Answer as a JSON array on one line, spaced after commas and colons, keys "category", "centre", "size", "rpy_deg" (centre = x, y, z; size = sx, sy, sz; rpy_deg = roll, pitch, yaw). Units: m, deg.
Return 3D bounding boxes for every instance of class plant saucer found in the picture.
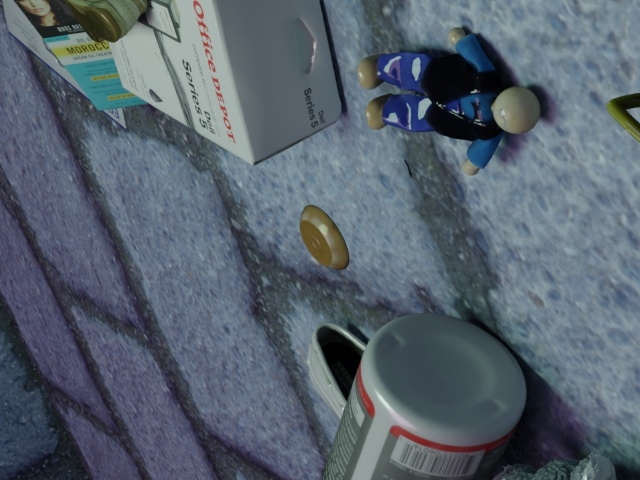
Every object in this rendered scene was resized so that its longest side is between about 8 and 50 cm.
[{"category": "plant saucer", "centre": [0.000, 0.000, 1.536], "size": [0.083, 0.015, 0.083], "rpy_deg": [44, 152, 30]}]

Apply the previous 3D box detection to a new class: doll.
[{"category": "doll", "centre": [0.111, -0.114, 1.136], "size": [0.189, 0.046, 0.129], "rpy_deg": [13, 121, 51]}]

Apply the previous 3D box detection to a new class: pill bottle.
[{"category": "pill bottle", "centre": [0.089, 0.224, 1.365], "size": [0.161, 0.161, 0.283], "rpy_deg": [45, 138, 29]}]

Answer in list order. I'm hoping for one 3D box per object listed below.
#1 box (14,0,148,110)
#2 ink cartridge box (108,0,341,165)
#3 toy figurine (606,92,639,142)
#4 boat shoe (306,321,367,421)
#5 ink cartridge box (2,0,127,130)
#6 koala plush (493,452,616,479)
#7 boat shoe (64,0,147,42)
[{"category": "box", "centre": [-0.256, -0.245, 1.539], "size": [0.244, 0.101, 0.060], "rpy_deg": [57, -149, -54]}, {"category": "ink cartridge box", "centre": [-0.116, -0.221, 1.370], "size": [0.273, 0.115, 0.198], "rpy_deg": [32, 145, 47]}, {"category": "toy figurine", "centre": [0.328, 0.047, 0.741], "size": [0.362, 0.191, 0.217], "rpy_deg": [42, 156, 37]}, {"category": "boat shoe", "centre": [0.066, 0.195, 1.541], "size": [0.258, 0.095, 0.084], "rpy_deg": [42, 156, 31]}, {"category": "ink cartridge box", "centre": [-0.329, -0.336, 1.723], "size": [0.304, 0.072, 0.307], "rpy_deg": [39, 152, 34]}, {"category": "koala plush", "centre": [0.242, 0.298, 1.227], "size": [0.196, 0.203, 0.221], "rpy_deg": [-20, 88, 66]}, {"category": "boat shoe", "centre": [-0.216, -0.233, 1.367], "size": [0.056, 0.048, 0.153], "rpy_deg": [56, 167, -22]}]
